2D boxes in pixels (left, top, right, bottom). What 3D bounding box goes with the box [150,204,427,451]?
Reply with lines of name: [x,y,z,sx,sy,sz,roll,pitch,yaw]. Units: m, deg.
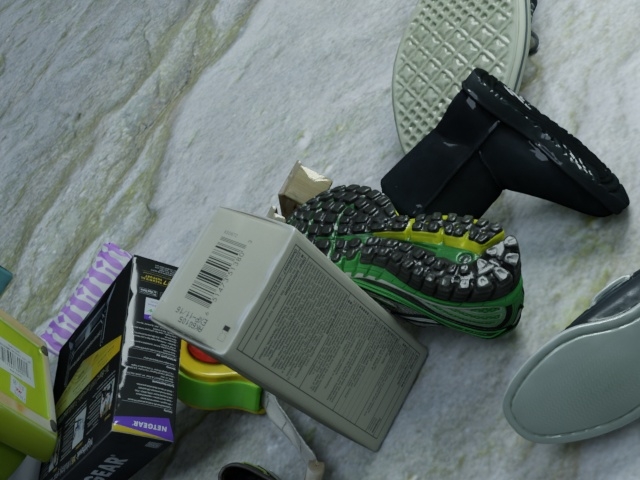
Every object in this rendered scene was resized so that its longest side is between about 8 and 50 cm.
box: [-0.019,0.106,0.889,0.121,0.311,0.148,18,71,41]

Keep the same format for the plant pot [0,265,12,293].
plant pot: [-0.734,0.054,1.476,0.165,0.234,0.166,21,74,42]

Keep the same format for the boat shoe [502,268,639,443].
boat shoe: [0.318,0.099,0.817,0.302,0.091,0.114,-33,91,11]

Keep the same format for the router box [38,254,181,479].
router box: [-0.284,0.200,1.082,0.309,0.081,0.243,-43,38,43]

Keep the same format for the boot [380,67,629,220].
boot: [0.215,-0.059,0.985,0.246,0.094,0.207,40,120,7]

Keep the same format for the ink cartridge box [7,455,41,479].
ink cartridge box: [-0.533,0.296,1.256,0.273,0.114,0.197,12,67,39]

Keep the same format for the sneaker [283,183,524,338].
sneaker: [0.080,0.038,0.968,0.343,0.146,0.134,20,56,37]

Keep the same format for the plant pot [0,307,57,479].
plant pot: [-0.485,0.204,1.062,0.207,0.228,0.227,-25,52,5]

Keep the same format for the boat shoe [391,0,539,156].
boat shoe: [0.217,-0.318,1.127,0.186,0.156,0.500,1,77,30]

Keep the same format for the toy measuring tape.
toy measuring tape: [-0.117,0.200,1.025,0.121,0.121,0.330,-44,46,2]

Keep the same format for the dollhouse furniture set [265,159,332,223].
dollhouse furniture set: [0.000,0.000,1.145,0.151,0.123,0.144,28,77,7]

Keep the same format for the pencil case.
pencil case: [-0.367,0.098,1.293,0.088,0.086,0.206,25,77,36]

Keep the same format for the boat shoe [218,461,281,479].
boat shoe: [-0.038,0.332,0.918,0.227,0.068,0.081,29,80,43]
